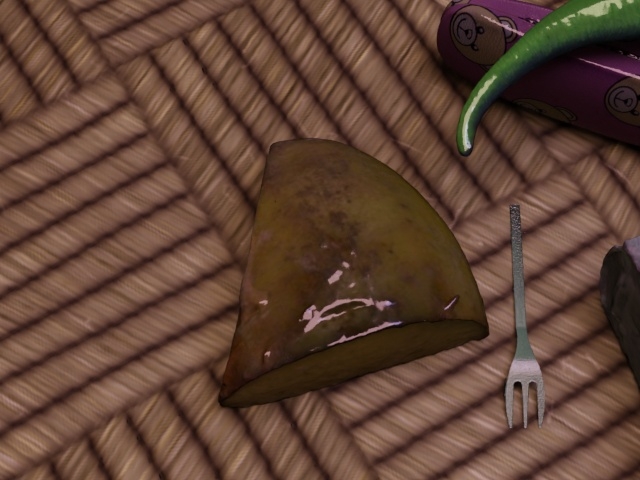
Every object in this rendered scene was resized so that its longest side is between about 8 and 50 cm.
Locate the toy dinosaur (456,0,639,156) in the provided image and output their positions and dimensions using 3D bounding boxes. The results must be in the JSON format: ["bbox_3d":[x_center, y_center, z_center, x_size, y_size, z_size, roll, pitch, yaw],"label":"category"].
[{"bbox_3d":[0.410,-0.179,1.488,0.374,0.144,0.500,38,89,12],"label":"toy dinosaur"}]

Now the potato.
[{"bbox_3d":[0.000,0.000,1.518,0.269,0.112,0.255,-15,65,-10],"label":"potato"}]

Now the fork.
[{"bbox_3d":[0.191,0.066,1.537,0.039,0.021,0.235,2,65,-4],"label":"fork"}]

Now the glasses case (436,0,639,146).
[{"bbox_3d":[0.267,-0.164,1.592,0.316,0.123,0.076,21,67,8],"label":"glasses case"}]

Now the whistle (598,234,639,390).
[{"bbox_3d":[0.372,0.179,1.410,0.404,0.168,0.188,38,68,20],"label":"whistle"}]
